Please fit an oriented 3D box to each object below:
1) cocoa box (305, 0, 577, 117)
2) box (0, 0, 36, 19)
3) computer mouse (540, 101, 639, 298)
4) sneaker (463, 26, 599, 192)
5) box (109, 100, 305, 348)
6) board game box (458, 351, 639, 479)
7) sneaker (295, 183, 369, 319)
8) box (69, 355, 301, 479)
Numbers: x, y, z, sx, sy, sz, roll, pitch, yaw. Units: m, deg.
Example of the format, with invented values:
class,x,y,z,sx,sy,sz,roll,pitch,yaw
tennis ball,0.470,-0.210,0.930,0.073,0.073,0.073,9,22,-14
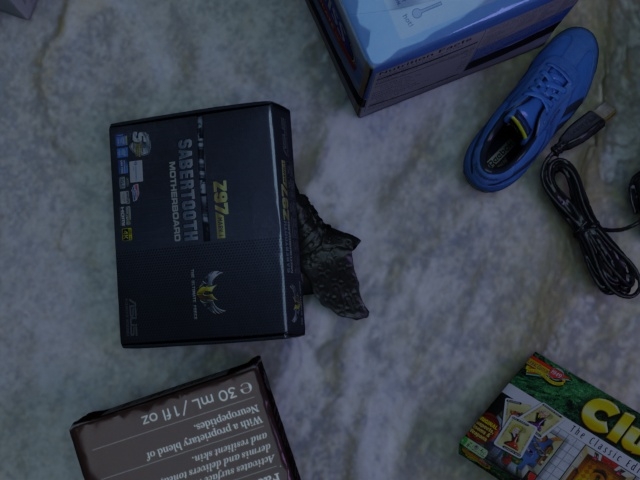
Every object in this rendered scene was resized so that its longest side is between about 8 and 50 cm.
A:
class,x,y,z,sx,sy,sz,roll,pitch,yaw
cocoa box,0.076,-0.334,1.029,0.231,0.228,0.347,-23,86,-2
box,-0.371,-0.326,1.047,0.182,0.181,0.119,21,85,2
computer mouse,0.359,-0.077,1.101,0.262,0.060,0.184,-35,84,3
sneaker,0.225,-0.137,1.090,0.069,0.082,0.209,37,85,4
box,-0.115,-0.012,1.059,0.183,0.059,0.233,-5,86,19
board game box,0.276,0.221,1.010,0.259,0.030,0.136,30,58,28
sneaker,0.000,0.000,1.093,0.089,0.051,0.170,-5,90,-1
box,-0.090,0.324,1.023,0.191,0.143,0.381,-19,88,-2
